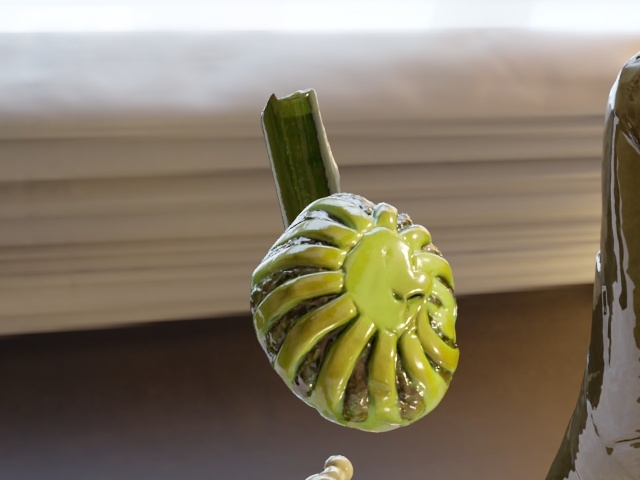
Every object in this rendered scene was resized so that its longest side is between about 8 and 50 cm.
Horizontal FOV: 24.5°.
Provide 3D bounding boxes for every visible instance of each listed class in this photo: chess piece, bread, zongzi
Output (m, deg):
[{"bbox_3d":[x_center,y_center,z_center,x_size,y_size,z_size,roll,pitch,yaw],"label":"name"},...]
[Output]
[{"bbox_3d":[-0.004,0.154,0.837,0.092,0.035,0.035,-55,157,-53],"label":"chess piece"},{"bbox_3d":[0.026,0.037,0.846,0.071,0.130,0.139,-50,-169,51],"label":"bread"},{"bbox_3d":[0.242,0.037,1.242,0.467,0.218,0.500,-21,-78,37],"label":"zongzi"}]

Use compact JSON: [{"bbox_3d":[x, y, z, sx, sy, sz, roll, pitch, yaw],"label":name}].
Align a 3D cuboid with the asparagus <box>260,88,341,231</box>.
[{"bbox_3d":[-0.002,0.000,1.306,0.067,0.060,0.278,-31,112,-58],"label":"asparagus"}]
